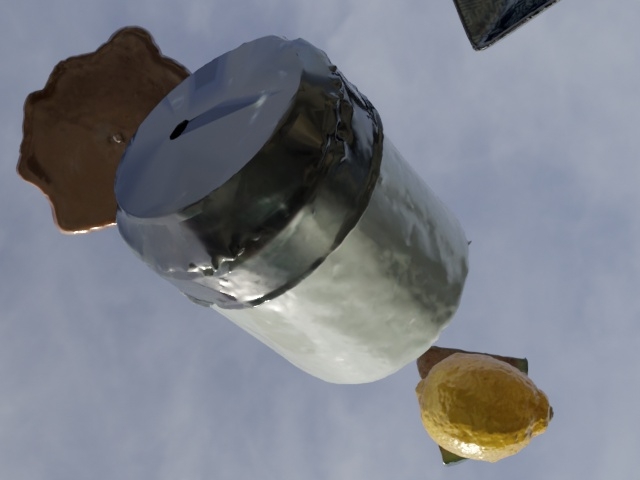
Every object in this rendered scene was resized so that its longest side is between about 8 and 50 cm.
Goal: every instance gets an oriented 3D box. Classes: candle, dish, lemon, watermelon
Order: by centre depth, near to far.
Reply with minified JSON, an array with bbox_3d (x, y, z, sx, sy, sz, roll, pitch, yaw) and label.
[{"bbox_3d":[0.000,0.000,0.735,0.342,0.221,0.221,44,-118,-42],"label":"candle"},{"bbox_3d":[0.273,-0.370,1.045,0.080,0.243,0.181,-11,-103,-47],"label":"dish"},{"bbox_3d":[0.220,0.227,1.133,0.187,0.142,0.142,7,-106,12],"label":"lemon"},{"bbox_3d":[0.238,0.244,1.286,0.207,0.136,0.202,-45,-53,0],"label":"watermelon"}]

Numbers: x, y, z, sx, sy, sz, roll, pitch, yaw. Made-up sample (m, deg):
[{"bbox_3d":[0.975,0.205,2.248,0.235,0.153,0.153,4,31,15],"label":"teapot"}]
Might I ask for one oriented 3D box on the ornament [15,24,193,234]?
[{"bbox_3d":[-0.208,-0.121,0.982,0.221,0.217,0.235,17,-82,-3],"label":"ornament"}]
